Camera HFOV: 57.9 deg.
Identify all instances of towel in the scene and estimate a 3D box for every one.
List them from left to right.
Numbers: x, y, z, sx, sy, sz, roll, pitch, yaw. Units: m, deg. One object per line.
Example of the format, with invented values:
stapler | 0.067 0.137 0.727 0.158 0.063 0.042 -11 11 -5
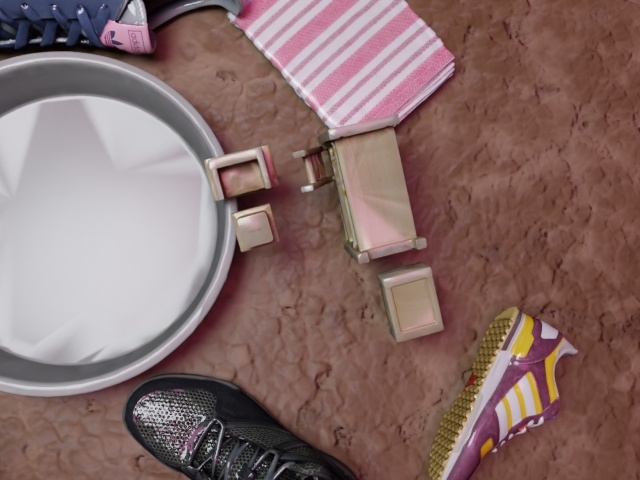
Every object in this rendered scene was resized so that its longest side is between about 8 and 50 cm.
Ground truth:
towel | 0.022 -0.198 0.577 0.144 0.029 0.197 -42 88 -8

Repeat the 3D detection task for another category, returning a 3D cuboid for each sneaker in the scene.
sneaker | -0.216 -0.213 0.505 0.319 0.112 0.131 -27 83 -9
sneaker | -0.058 0.179 0.462 0.227 0.130 0.087 33 78 1
sneaker | 0.168 0.156 0.521 0.084 0.069 0.185 29 81 3

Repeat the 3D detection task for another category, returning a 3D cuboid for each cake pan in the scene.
cake pan | -0.220 -0.016 0.506 0.293 0.054 0.293 1 82 -7

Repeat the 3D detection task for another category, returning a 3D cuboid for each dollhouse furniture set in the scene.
dollhouse furniture set | 0.000 0.000 0.509 0.161 0.101 0.182 -14 98 -4
